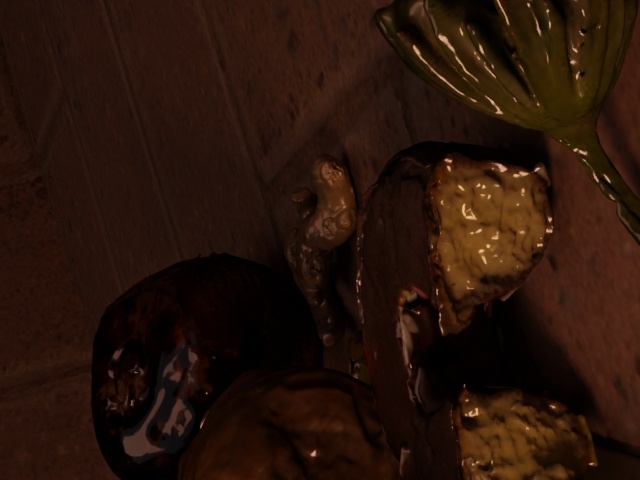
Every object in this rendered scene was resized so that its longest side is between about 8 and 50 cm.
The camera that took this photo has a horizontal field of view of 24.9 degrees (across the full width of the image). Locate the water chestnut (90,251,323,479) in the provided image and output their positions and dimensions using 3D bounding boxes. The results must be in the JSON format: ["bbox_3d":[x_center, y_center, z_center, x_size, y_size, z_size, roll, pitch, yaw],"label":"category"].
[{"bbox_3d":[-0.134,0.188,1.887,0.350,0.302,0.351,-28,51,41],"label":"water chestnut"}]

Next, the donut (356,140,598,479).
[{"bbox_3d":[0.126,0.085,1.287,0.259,0.136,0.345,167,95,-75],"label":"donut"}]

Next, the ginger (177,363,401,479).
[{"bbox_3d":[-0.035,0.249,1.408,0.223,0.200,0.269,-41,26,48],"label":"ginger"}]

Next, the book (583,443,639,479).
[{"bbox_3d":[0.213,0.240,1.251,0.198,0.016,0.138,8,78,68],"label":"book"}]

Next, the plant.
[{"bbox_3d":[0.163,-0.082,1.065,0.251,0.180,0.334,-160,54,-78],"label":"plant"}]

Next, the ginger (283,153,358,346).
[{"bbox_3d":[-0.006,-0.008,1.698,0.149,0.065,0.259,-123,25,-45],"label":"ginger"}]

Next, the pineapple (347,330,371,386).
[{"bbox_3d":[0.094,0.180,1.500,0.225,0.076,0.225,37,132,56],"label":"pineapple"}]
